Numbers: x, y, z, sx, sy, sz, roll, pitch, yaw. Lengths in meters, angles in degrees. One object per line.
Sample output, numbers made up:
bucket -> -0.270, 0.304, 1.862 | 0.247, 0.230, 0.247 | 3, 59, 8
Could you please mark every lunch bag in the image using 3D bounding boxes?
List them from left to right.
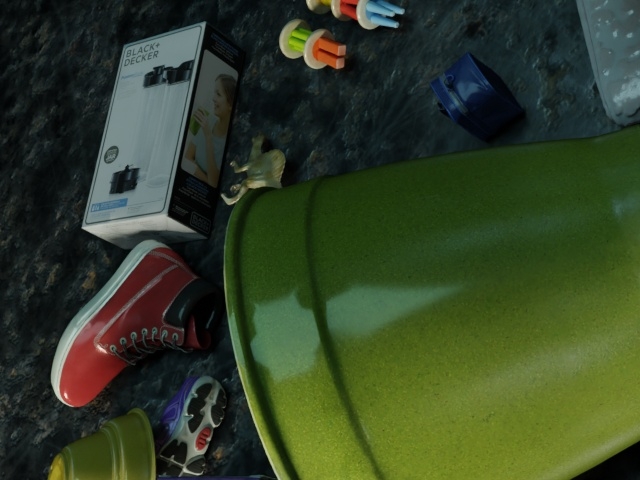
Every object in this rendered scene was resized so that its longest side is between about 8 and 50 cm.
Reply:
lunch bag -> 0.166, -0.154, 1.227 | 0.065, 0.098, 0.067 | -40, 54, 21

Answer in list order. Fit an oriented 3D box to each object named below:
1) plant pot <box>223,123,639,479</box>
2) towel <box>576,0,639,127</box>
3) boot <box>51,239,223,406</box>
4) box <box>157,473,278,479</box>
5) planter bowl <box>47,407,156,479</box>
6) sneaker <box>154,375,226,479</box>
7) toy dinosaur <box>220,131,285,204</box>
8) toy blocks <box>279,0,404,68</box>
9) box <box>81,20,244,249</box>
plant pot -> 0.159, 0.069, 0.985 | 0.353, 0.366, 0.366 | -19, 57, 17
towel -> 0.411, -0.308, 1.135 | 0.332, 0.053, 0.317 | -26, 55, 29
boot -> -0.231, 0.134, 1.423 | 0.176, 0.088, 0.244 | 35, 89, 42
box -> -0.101, 0.359, 1.185 | 0.153, 0.108, 0.207 | -10, 62, 35
planter bowl -> -0.267, 0.300, 1.303 | 0.217, 0.090, 0.217 | -171, 90, -66
sneaker -> -0.170, 0.241, 1.346 | 0.071, 0.068, 0.170 | 4, 62, 57
toy dinosaur -> -0.074, -0.071, 1.416 | 0.092, 0.053, 0.183 | -42, 48, 14
toy blocks -> 0.030, -0.270, 1.428 | 0.148, 0.054, 0.123 | 28, 87, 44
box -> -0.215, -0.142, 1.543 | 0.169, 0.087, 0.289 | -6, 65, 37
